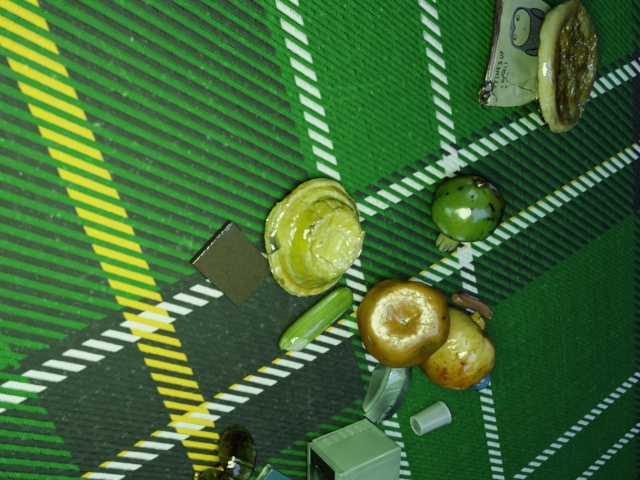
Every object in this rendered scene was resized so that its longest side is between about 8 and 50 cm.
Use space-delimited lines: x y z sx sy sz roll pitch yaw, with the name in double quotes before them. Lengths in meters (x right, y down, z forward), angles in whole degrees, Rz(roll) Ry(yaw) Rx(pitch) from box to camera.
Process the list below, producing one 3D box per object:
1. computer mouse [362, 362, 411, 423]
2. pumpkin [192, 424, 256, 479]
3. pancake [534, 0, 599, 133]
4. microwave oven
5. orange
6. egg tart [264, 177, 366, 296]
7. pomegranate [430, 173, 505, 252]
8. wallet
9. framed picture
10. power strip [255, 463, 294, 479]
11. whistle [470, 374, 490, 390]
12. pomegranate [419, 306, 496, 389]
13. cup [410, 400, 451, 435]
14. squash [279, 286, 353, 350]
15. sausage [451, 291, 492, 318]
"computer mouse" 0.201 0.429 1.798 0.126 0.071 0.231 15 97 -37
"pumpkin" -0.222 0.559 1.536 0.119 0.107 0.183 34 87 -42
"pancake" 0.700 -0.487 1.776 0.382 0.071 0.382 -17 112 -46
"microwave oven" 0.084 0.681 1.734 0.237 0.181 0.295 -13 113 -32
"orange" 0.215 0.219 1.657 0.249 0.183 0.249 0 88 -1
"egg tart" 0.000 0.000 1.484 0.290 0.115 0.290 -11 109 -35
"pomegranate" 0.388 -0.067 1.706 0.202 0.202 0.248 -11 142 -31
"wallet" 0.538 -0.514 1.707 0.274 0.068 0.335 -4 104 -40
"framed picture" -0.199 0.055 1.431 0.128 0.023 0.168 -49 126 -12
"power strip" -0.116 0.647 1.679 0.056 0.032 0.123 -51 127 -9
"whistle" 0.512 0.428 2.002 0.158 0.090 0.090 -22 117 -26
"pomegranate" 0.380 0.300 1.774 0.248 0.248 0.248 -12 112 -31
"cup" 0.338 0.560 1.944 0.116 0.074 0.104 -19 144 -24
"squash" -0.009 0.199 1.579 0.239 0.069 0.069 -38 123 -19
"sausage" 0.462 0.196 1.912 0.176 0.047 0.040 24 107 -37
